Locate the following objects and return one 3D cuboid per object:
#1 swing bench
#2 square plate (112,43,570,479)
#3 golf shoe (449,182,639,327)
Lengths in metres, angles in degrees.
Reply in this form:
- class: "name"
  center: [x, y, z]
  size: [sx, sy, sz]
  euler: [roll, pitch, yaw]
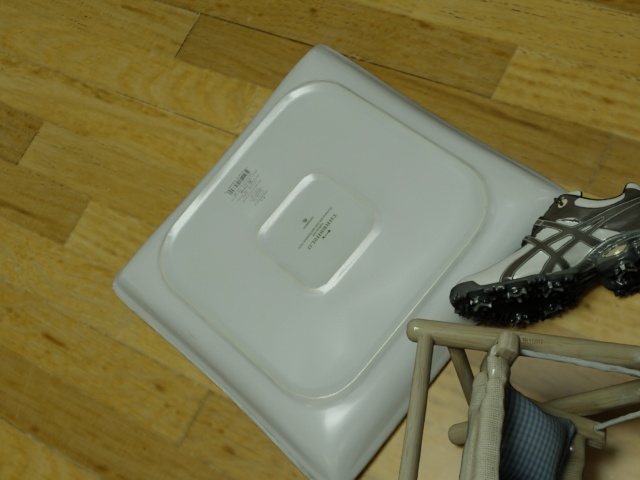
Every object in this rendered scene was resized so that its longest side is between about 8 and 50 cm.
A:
- class: "swing bench"
  center: [0.185, 0.188, 0.651]
  size: [0.254, 0.165, 0.253]
  euler: [-7, 43, 20]
- class: "square plate"
  center: [0.000, 0.000, 0.916]
  size: [0.344, 0.049, 0.347]
  euler: [37, 84, 30]
- class: "golf shoe"
  center: [0.201, 0.011, 0.821]
  size: [0.198, 0.077, 0.094]
  euler: [-15, 59, 3]
